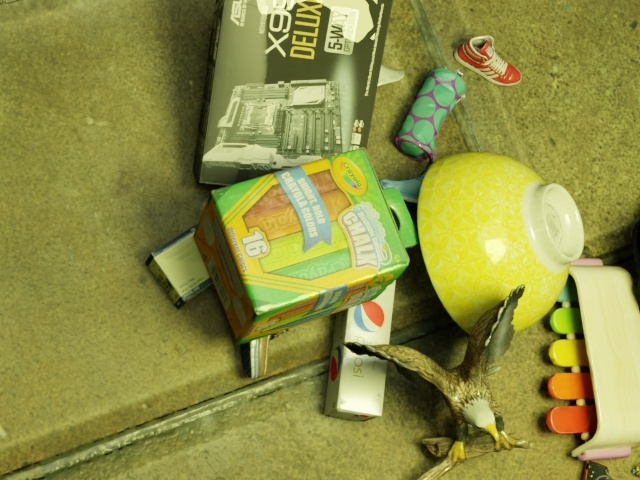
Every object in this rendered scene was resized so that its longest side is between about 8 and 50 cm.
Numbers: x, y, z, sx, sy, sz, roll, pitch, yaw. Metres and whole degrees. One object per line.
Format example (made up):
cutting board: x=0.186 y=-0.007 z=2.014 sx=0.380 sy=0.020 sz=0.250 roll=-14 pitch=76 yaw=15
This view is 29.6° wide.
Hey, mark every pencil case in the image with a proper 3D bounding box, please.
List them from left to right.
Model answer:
pencil case: x=0.174 y=-0.198 z=1.892 sx=0.070 sy=0.064 sz=0.151 roll=29 pitch=69 yaw=-2

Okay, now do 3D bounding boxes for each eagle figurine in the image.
eagle figurine: x=0.189 y=0.186 z=1.654 sx=0.226 sy=0.225 sz=0.298 roll=-44 pitch=126 yaw=-31

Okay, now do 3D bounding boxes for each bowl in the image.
bowl: x=0.285 y=-0.007 z=1.756 sx=0.289 sy=0.156 sz=0.289 roll=24 pitch=59 yaw=-45

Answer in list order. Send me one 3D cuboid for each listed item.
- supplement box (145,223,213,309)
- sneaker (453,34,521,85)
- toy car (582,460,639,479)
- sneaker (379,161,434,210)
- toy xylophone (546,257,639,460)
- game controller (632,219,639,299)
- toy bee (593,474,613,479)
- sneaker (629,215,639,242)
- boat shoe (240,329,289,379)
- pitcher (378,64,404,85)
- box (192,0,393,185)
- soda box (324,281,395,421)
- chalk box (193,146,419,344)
supplement box: x=-0.189 y=0.037 z=1.722 sx=0.083 sy=0.056 sz=0.083 roll=-34 pitch=87 yaw=-22
sneaker: x=0.279 y=-0.289 z=1.946 sx=0.118 sy=0.067 sz=0.042 roll=22 pitch=71 yaw=-10
toy car: x=0.447 y=0.368 z=1.835 sx=0.122 sy=0.040 sz=0.060 roll=6 pitch=53 yaw=-13
sneaker: x=0.155 y=-0.084 z=1.856 sx=0.162 sy=0.063 sz=0.073 roll=2 pitch=82 yaw=-26
toy xylophone: x=0.453 y=0.178 z=1.863 sx=0.236 sy=0.081 sz=0.322 roll=10 pitch=71 yaw=-28
game controller: x=0.605 y=0.015 z=1.902 sx=0.319 sy=0.067 sz=0.166 roll=-14 pitch=105 yaw=-35
toy bee: x=0.301 y=0.434 z=1.686 sx=0.298 sy=0.162 sz=0.195 roll=-33 pitch=128 yaw=3
sneaker: x=0.593 y=-0.100 z=1.988 sx=0.283 sy=0.110 sz=0.122 roll=-45 pitch=54 yaw=-9
boat shoe: x=-0.075 y=0.109 z=1.733 sx=0.066 sy=0.066 sz=0.183 roll=7 pitch=74 yaw=-17
pitcher: x=0.001 y=-0.285 z=1.839 sx=0.178 sy=0.125 sz=0.207 roll=-40 pitch=101 yaw=-14
box: x=-0.043 y=-0.226 z=1.750 sx=0.242 sy=0.076 sz=0.307 roll=6 pitch=106 yaw=-16
soda box: x=0.058 y=0.149 z=1.758 sx=0.069 sy=0.074 sz=0.216 roll=12 pitch=72 yaw=-13
chalk box: x=0.000 y=0.000 z=1.652 sx=0.289 sy=0.179 sz=0.180 roll=-19 pitch=77 yaw=-18
